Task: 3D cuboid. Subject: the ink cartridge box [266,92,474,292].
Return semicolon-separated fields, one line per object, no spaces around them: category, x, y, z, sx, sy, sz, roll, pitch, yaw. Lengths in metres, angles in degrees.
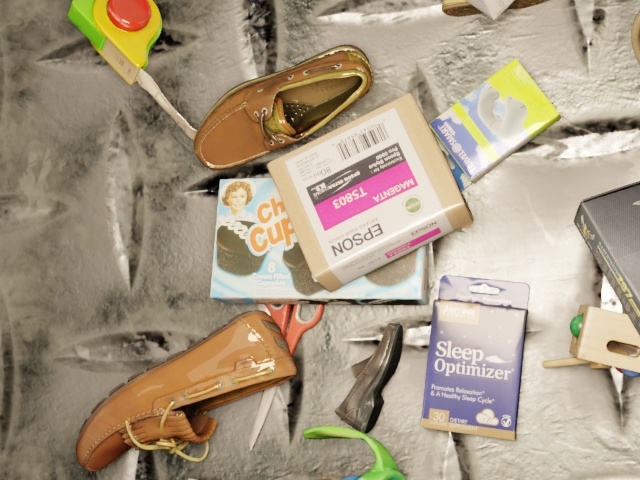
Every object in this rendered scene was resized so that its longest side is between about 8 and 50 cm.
ink cartridge box;0.069;-0.067;1.432;0.235;0.088;0.193;-27;67;7

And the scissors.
scissors;-0.052;0.177;1.551;0.109;0.021;0.297;4;86;15

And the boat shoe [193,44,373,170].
boat shoe;-0.065;-0.194;1.519;0.307;0.104;0.110;-31;112;13

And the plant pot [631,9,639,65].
plant pot;0.598;-0.310;1.269;0.323;0.323;0.280;28;79;16

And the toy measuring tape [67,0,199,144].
toy measuring tape;-0.268;-0.300;1.618;0.121;0.121;0.330;-44;92;9

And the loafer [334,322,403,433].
loafer;0.072;0.196;1.494;0.061;0.062;0.170;22;91;21

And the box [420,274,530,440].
box;0.223;0.166;1.465;0.136;0.036;0.225;5;86;17

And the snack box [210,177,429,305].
snack box;0.000;0.000;1.515;0.322;0.060;0.187;-1;76;16

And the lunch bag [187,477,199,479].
lunch bag;-0.218;0.518;1.524;0.258;0.120;0.293;-19;81;14

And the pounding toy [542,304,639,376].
pounding toy;0.385;0.144;1.379;0.141;0.130;0.100;13;89;8

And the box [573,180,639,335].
box;0.465;0.025;1.322;0.183;0.059;0.232;-17;59;-9

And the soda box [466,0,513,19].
soda box;0.195;-0.405;1.452;0.074;0.069;0.216;-44;53;1

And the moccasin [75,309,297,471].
moccasin;-0.205;0.254;1.537;0.380;0.139;0.147;-30;72;7

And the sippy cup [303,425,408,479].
sippy cup;-0.002;0.434;1.425;0.224;0.305;0.240;-4;125;26

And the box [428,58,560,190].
box;0.244;-0.167;1.478;0.178;0.042;0.109;-37;77;10

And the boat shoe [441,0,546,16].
boat shoe;0.262;-0.370;1.475;0.178;0.064;0.060;-4;84;20
